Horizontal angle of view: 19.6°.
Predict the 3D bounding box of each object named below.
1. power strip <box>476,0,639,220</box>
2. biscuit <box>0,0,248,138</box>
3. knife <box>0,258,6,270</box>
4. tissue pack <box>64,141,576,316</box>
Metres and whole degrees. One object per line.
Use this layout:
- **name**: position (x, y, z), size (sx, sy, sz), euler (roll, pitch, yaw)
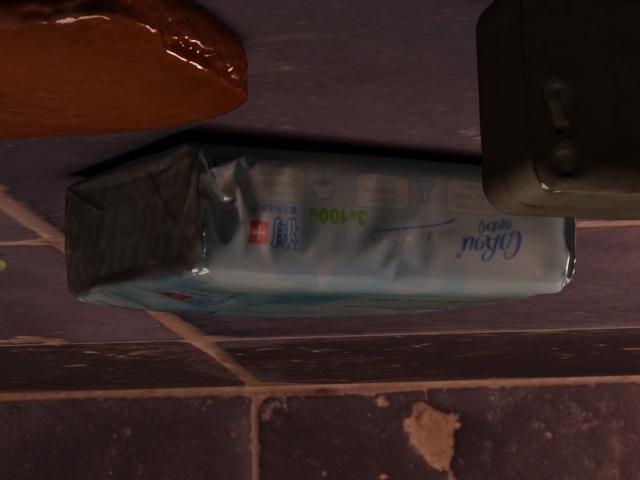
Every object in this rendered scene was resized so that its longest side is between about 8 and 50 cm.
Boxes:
- **power strip**: position (0.206, -0.054, 0.778), size (0.288, 0.093, 0.053), euler (2, 167, -19)
- **biscuit**: position (-0.133, -0.073, 0.794), size (0.186, 0.036, 0.192), euler (-2, 171, 17)
- **knife**: position (-0.317, 0.009, 1.382), size (0.030, 0.014, 0.207), euler (-9, 167, 40)
- **tissue pack**: position (0.000, 0.000, 1.121), size (0.263, 0.089, 0.177), euler (5, 171, -32)
